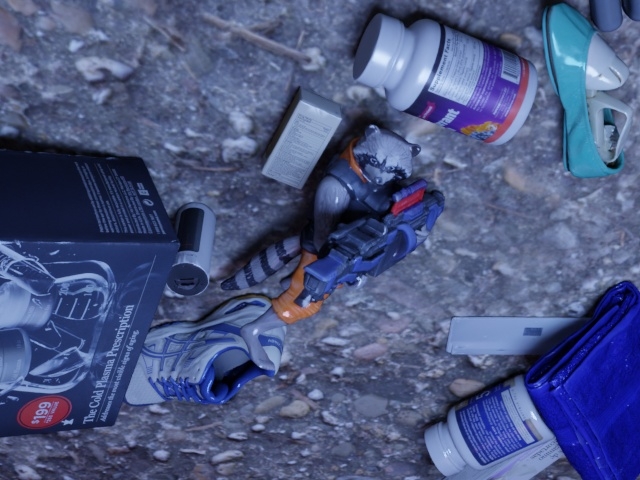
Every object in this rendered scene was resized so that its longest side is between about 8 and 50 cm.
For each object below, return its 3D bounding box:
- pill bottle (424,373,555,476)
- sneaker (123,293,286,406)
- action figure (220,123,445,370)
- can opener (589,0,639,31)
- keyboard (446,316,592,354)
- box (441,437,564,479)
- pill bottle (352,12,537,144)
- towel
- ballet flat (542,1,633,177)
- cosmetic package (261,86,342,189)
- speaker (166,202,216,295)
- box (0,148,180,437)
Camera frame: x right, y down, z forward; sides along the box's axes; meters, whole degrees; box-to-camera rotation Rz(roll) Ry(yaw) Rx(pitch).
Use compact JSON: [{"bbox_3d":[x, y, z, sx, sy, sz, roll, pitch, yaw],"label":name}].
[{"bbox_3d":[0.266,0.300,1.311,0.187,0.112,0.112,-30,122,18],"label":"pill bottle"},{"bbox_3d":[-0.185,0.185,1.197,0.296,0.131,0.112,-29,124,19],"label":"sneaker"},{"bbox_3d":[0.000,0.000,1.011,0.178,0.341,0.330,41,114,14],"label":"action figure"},{"bbox_3d":[0.305,-0.346,0.861,0.074,0.093,0.280,-17,130,8],"label":"can opener"},{"bbox_3d":[0.324,0.146,1.265,0.256,0.014,0.072,1,121,-3],"label":"keyboard"},{"bbox_3d":[0.320,0.375,1.397,0.063,0.067,0.324,31,118,-24],"label":"box"},{"bbox_3d":[0.140,-0.189,0.951,0.194,0.108,0.108,18,123,-15],"label":"pill bottle"},{"bbox_3d":[0.448,0.240,1.245,0.228,0.076,0.308,-41,124,-10],"label":"towel"},{"bbox_3d":[0.326,-0.176,0.979,0.087,0.083,0.247,8,139,34],"label":"ballet flat"},{"bbox_3d":[-0.025,-0.127,1.030,0.060,0.041,0.115,23,122,-17],"label":"cosmetic package"},{"bbox_3d":[-0.166,0.010,1.065,0.055,0.136,0.055,-1,126,-1],"label":"speaker"},{"bbox_3d":[-0.384,0.073,1.012,0.313,0.179,0.343,2,130,-32],"label":"box"}]
